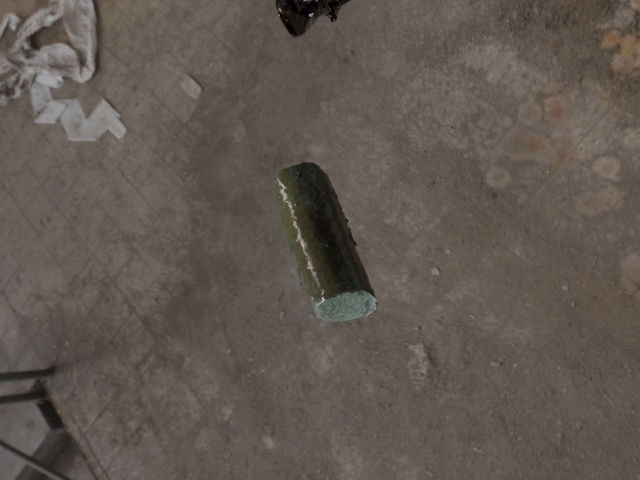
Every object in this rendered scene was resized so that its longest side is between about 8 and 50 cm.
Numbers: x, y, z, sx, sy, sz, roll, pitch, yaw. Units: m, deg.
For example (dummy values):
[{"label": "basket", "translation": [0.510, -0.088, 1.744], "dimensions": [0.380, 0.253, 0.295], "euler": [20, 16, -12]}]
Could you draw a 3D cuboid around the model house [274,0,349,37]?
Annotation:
[{"label": "model house", "translation": [0.027, -0.328, 0.580], "dimensions": [0.164, 0.141, 0.203], "euler": [-13, 37, 15]}]

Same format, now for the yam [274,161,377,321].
[{"label": "yam", "translation": [0.000, 0.000, 0.780], "dimensions": [0.106, 0.106, 0.259], "euler": [-32, 56, 19]}]
